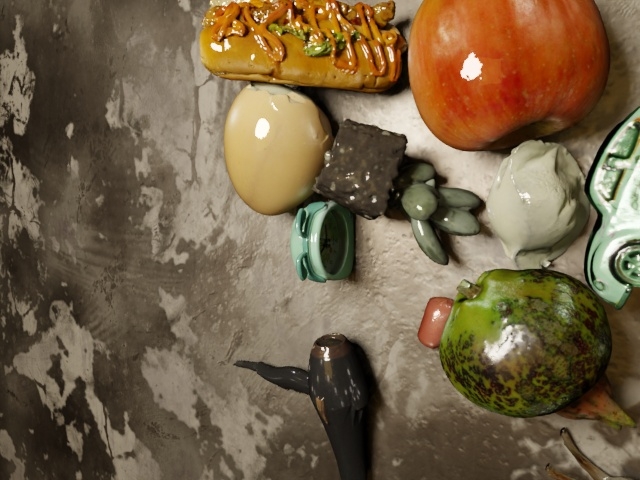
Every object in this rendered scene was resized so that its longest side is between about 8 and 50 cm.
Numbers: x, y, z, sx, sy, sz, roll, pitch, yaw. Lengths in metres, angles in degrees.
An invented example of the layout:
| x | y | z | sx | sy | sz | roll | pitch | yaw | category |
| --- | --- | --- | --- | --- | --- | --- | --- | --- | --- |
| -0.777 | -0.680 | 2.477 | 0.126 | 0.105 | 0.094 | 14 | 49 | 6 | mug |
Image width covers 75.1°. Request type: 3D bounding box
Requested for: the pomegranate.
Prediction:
| x | y | z | sx | sy | sz | roll | pitch | yaw | category |
| --- | --- | --- | --- | --- | --- | --- | --- | --- | --- |
| 0.315 | 0.156 | 0.608 | 0.222 | 0.277 | 0.203 | -46 | 33 | 50 | pomegranate |

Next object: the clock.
| x | y | z | sx | sy | sz | roll | pitch | yaw | category |
| --- | --- | --- | --- | --- | --- | --- | --- | --- | --- |
| 0.001 | 0.000 | 0.745 | 0.060 | 0.189 | 0.148 | 2 | 93 | 27 | clock |

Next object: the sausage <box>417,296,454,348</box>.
| x | y | z | sx | sy | sz | roll | pitch | yaw | category |
| --- | --- | --- | --- | --- | --- | --- | --- | --- | --- |
| 0.203 | 0.143 | 0.720 | 0.054 | 0.059 | 0.094 | 18 | 100 | 20 | sausage |

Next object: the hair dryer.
| x | y | z | sx | sy | sz | roll | pitch | yaw | category |
| --- | --- | --- | --- | --- | --- | --- | --- | --- | --- |
| -0.050 | 0.321 | 0.871 | 0.360 | 0.120 | 0.303 | 3 | 110 | 38 | hair dryer |

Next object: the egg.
| x | y | z | sx | sy | sz | roll | pitch | yaw | category |
| --- | --- | --- | --- | --- | --- | --- | --- | --- | --- |
| -0.080 | -0.166 | 0.769 | 0.201 | 0.201 | 0.244 | 21 | 105 | 25 | egg |

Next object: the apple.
| x | y | z | sx | sy | sz | roll | pitch | yaw | category |
| --- | --- | --- | --- | --- | --- | --- | --- | --- | --- |
| 0.245 | -0.252 | 0.571 | 0.242 | 0.242 | 0.240 | -14 | 86 | 28 | apple |

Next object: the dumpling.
| x | y | z | sx | sy | sz | roll | pitch | yaw | category |
| --- | --- | --- | --- | --- | --- | --- | --- | --- | --- |
| 0.329 | -0.055 | 0.612 | 0.181 | 0.155 | 0.111 | 92 | 161 | -47 | dumpling |

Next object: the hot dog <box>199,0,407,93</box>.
| x | y | z | sx | sy | sz | roll | pitch | yaw | category |
| --- | --- | --- | --- | --- | --- | --- | --- | --- | --- |
| -0.027 | -0.337 | 0.688 | 0.349 | 0.117 | 0.158 | 6 | 65 | -3 | hot dog |

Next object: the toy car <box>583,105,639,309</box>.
| x | y | z | sx | sy | sz | roll | pitch | yaw | category |
| --- | --- | --- | --- | --- | --- | --- | --- | --- | --- |
| 0.419 | -0.064 | 0.549 | 0.125 | 0.136 | 0.305 | 27 | 108 | 33 | toy car |

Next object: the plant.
| x | y | z | sx | sy | sz | roll | pitch | yaw | category |
| --- | --- | --- | --- | --- | --- | --- | --- | --- | --- |
| 0.130 | -0.083 | 0.675 | 0.275 | 0.149 | 0.146 | 30 | 98 | -1 | plant |

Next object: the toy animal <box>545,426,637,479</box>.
| x | y | z | sx | sy | sz | roll | pitch | yaw | category |
| --- | --- | --- | --- | --- | --- | --- | --- | --- | --- |
| 0.454 | 0.401 | 0.607 | 0.260 | 0.087 | 0.243 | 32 | 121 | 21 | toy animal |
